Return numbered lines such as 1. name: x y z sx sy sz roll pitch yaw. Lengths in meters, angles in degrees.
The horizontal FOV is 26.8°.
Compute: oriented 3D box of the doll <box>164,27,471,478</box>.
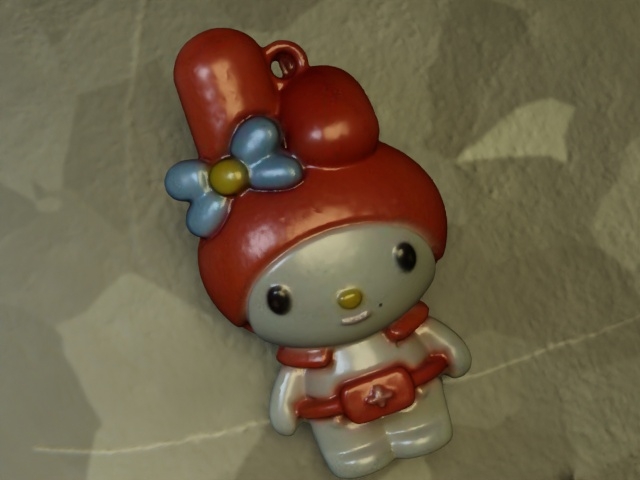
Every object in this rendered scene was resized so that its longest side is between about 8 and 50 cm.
1. doll: 0.000 0.000 0.837 0.161 0.130 0.290 -19 97 -1
